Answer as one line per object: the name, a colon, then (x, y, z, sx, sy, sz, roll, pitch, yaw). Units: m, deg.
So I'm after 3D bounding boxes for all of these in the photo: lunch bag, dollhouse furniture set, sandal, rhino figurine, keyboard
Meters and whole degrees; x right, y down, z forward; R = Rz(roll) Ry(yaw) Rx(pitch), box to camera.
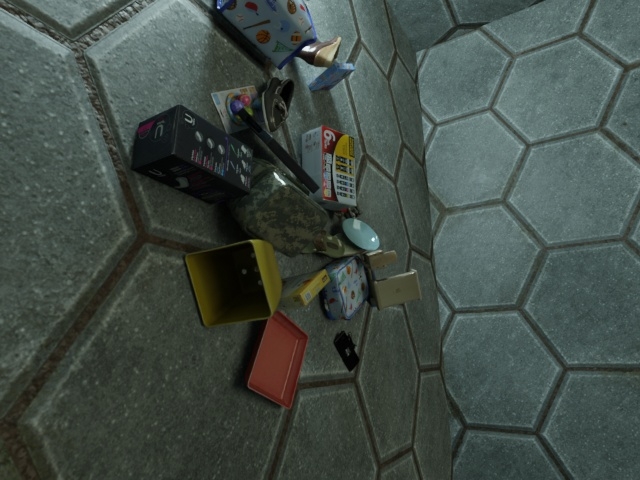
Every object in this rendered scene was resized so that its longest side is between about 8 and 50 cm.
lunch bag: (-0.196, -0.899, 1.457, 0.328, 0.239, 0.385, 32, 38, -51)
dollhouse furniture set: (0.305, 0.155, 1.879, 0.303, 0.198, 0.286, -141, -143, -79)
sandal: (0.001, -0.001, 1.617, 0.303, 0.086, 0.120, 12, 70, -42)
lunch bag: (-0.159, -0.125, 1.292, 0.256, 0.212, 0.305, 46, 8, 37)
rhino figurine: (0.116, -0.147, 1.890, 0.106, 0.073, 0.243, 60, 32, 5)
keyboard: (0.115, 0.477, 1.759, 0.100, 0.038, 0.192, -41, 119, -30)
lunch bag: (0.105, 0.207, 1.735, 0.303, 0.115, 0.243, -28, 108, -59)

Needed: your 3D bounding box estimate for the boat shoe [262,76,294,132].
boat shoe: (-0.147, -0.505, 1.449, 0.335, 0.095, 0.112, -91, 170, -46)

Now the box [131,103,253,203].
box: (-0.331, -0.219, 1.079, 0.270, 0.165, 0.143, 25, 61, -55)

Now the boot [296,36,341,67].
boot: (-0.025, -0.852, 1.757, 0.090, 0.207, 0.248, 108, 2, -50)

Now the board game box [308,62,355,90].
board game box: (0.056, -0.772, 1.892, 0.039, 0.160, 0.211, 58, 33, -6)

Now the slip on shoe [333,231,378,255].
slip on shoe: (0.144, 0.024, 1.861, 0.331, 0.101, 0.123, -15, 61, -49)

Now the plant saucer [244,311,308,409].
plant saucer: (-0.143, 0.382, 1.304, 0.258, 0.048, 0.259, 53, 42, -45)

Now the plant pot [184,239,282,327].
plant pot: (-0.222, 0.104, 1.149, 0.187, 0.212, 0.212, -33, 110, -72)

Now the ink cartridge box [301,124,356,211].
ink cartridge box: (0.060, -0.294, 1.714, 0.272, 0.130, 0.309, 5, 80, -44)

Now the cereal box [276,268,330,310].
cereal box: (-0.110, 0.164, 1.261, 0.173, 0.240, 0.047, -41, 112, -56)

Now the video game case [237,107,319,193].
video game case: (-0.138, -0.298, 1.337, 0.275, 0.035, 0.248, 42, 6, -48)

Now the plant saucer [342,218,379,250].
plant saucer: (0.176, -0.018, 1.816, 0.195, 0.037, 0.195, 22, 37, -18)

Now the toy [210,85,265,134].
toy: (-0.258, -0.461, 1.381, 0.237, 0.056, 0.137, -44, 118, -54)
